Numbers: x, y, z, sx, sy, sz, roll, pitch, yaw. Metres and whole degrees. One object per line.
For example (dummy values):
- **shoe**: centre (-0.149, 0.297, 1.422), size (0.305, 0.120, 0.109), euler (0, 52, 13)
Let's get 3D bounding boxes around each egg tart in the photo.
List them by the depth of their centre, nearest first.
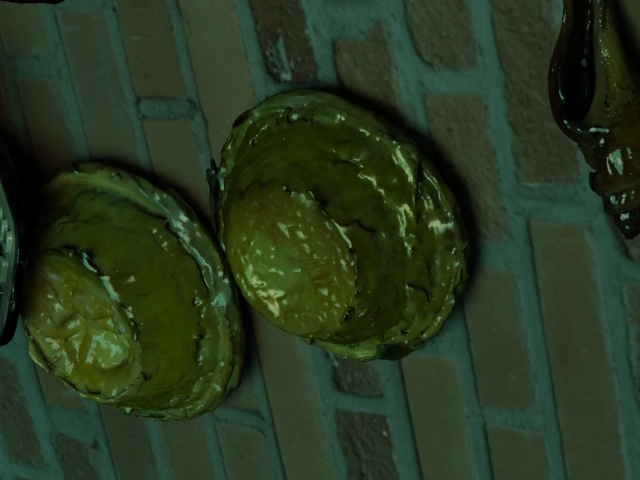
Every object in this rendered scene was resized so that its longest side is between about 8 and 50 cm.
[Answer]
- **egg tart**: centre (0.000, 0.000, 1.878), size (0.294, 0.116, 0.295), euler (19, 126, 28)
- **egg tart**: centre (-0.218, 0.071, 2.083), size (0.315, 0.120, 0.315), euler (19, 126, 29)

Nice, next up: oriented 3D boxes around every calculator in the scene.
- **calculator**: centre (-0.349, -0.007, 2.102), size (0.268, 0.040, 0.177), euler (-116, 34, -50)

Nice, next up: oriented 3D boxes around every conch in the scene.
- **conch**: centre (0.234, -0.118, 1.659), size (0.080, 0.086, 0.233), euler (104, 141, -81)

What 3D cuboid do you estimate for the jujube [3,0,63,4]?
- **jujube**: centre (-0.355, -0.383, 1.855), size (0.376, 0.258, 0.258), euler (30, 132, -2)
